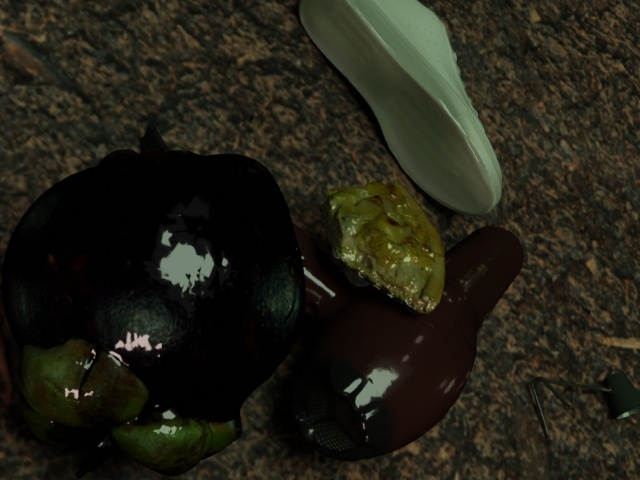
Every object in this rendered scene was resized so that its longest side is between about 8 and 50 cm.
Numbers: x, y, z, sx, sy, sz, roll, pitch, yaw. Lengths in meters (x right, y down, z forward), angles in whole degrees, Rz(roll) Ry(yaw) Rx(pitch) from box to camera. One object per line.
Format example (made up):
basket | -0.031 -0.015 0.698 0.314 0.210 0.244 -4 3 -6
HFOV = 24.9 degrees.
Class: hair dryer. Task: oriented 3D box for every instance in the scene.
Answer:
hair dryer | 0.000 0.000 1.221 0.340 0.123 0.312 42 41 1

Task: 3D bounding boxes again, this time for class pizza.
pizza | 0.054 -0.005 1.168 0.099 0.036 0.160 17 31 -20

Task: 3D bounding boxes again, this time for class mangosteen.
mangosteen | -0.119 0.051 1.032 0.243 0.243 0.243 14 62 -29

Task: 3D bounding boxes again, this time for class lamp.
lamp | 0.252 0.144 1.357 0.121 0.041 0.054 -6 65 -39

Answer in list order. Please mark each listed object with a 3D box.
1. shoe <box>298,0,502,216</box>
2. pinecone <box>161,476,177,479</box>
shoe | 0.098 -0.151 1.341 0.265 0.095 0.110 52 50 -2
pinecone | -0.118 0.294 0.923 0.244 0.244 0.309 28 35 -22
